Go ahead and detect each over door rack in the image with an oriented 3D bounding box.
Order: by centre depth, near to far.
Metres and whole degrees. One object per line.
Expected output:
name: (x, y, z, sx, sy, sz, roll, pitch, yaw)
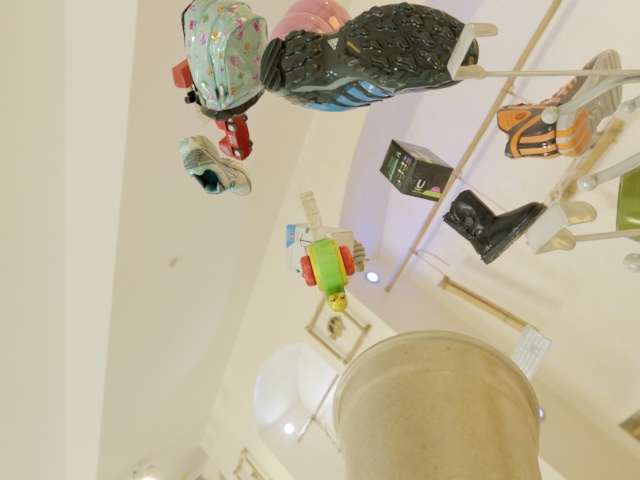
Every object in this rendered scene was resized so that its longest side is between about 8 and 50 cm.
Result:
over door rack: (0.294, -0.091, 0.460, 0.324, 0.239, 0.108, 1, -30, -22)

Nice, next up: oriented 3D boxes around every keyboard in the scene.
keyboard: (0.555, 0.322, 1.149, 0.014, 0.072, 0.256, -26, -41, -20)

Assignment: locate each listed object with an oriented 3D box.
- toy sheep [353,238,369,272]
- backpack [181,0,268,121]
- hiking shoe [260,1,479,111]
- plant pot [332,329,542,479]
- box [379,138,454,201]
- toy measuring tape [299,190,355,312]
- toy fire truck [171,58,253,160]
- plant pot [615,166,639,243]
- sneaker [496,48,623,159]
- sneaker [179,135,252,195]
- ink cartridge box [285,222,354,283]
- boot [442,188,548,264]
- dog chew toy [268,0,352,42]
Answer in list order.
toy sheep: (0.096, 0.037, 1.275, 0.091, 0.132, 0.091, -22, -23, -10)
backpack: (-0.148, -0.300, 0.689, 0.152, 0.115, 0.182, -55, -16, -29)
hiking shoe: (0.069, -0.249, 0.608, 0.132, 0.304, 0.113, 8, -91, -66)
plant pot: (0.162, 0.341, 0.561, 0.334, 0.334, 0.305, -59, 1, 20)
box: (0.130, -0.097, 0.585, 0.062, 0.083, 0.052, 8, -62, -22)
toy measuring tape: (0.000, 0.000, 0.932, 0.121, 0.330, 0.121, -12, -30, -7)
toy fire truck: (-0.217, -0.262, 0.871, 0.047, 0.135, 0.192, -54, -25, -33)
plant pot: (0.735, -0.066, 0.793, 0.275, 0.294, 0.274, -10, -78, -56)
sneaker: (0.463, -0.270, 0.844, 0.321, 0.180, 0.124, -41, -63, -28)
sneaker: (-0.293, -0.173, 1.209, 0.110, 0.122, 0.283, -21, -25, 21)
ink cartridge box: (-0.007, 0.035, 1.200, 0.086, 0.203, 0.148, -4, -80, -39)
boot: (0.482, -0.076, 1.212, 0.094, 0.207, 0.246, -17, -29, -40)
dog chew toy: (-0.033, -0.465, 1.038, 0.332, 0.207, 0.206, -64, -8, -46)
